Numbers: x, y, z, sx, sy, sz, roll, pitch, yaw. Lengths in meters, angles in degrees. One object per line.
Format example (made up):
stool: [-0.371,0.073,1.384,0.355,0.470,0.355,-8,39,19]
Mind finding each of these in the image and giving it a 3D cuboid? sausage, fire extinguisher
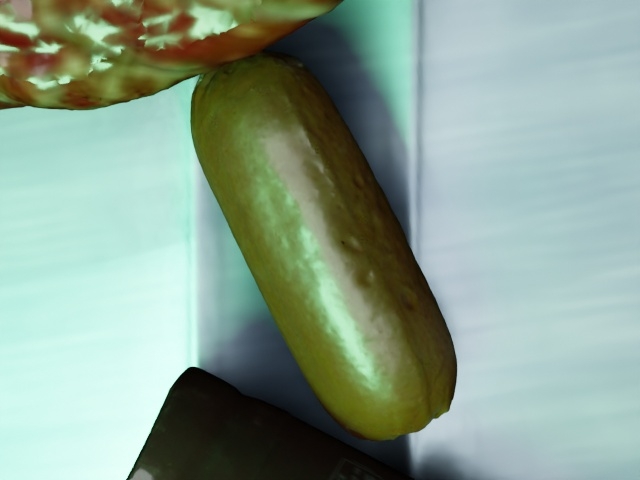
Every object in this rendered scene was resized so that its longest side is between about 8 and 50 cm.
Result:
sausage: [0.000,0.000,0.678,0.076,0.076,0.197,-25,91,7]
fire extinguisher: [0.058,0.191,0.666,0.337,0.114,0.135,26,72,2]

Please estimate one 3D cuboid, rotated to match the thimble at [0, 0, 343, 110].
thimble: [-0.103,-0.236,0.537,0.350,0.230,0.350,6,127,8]
